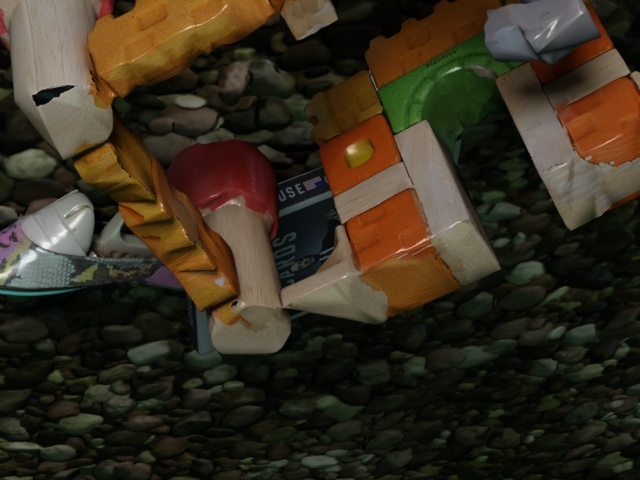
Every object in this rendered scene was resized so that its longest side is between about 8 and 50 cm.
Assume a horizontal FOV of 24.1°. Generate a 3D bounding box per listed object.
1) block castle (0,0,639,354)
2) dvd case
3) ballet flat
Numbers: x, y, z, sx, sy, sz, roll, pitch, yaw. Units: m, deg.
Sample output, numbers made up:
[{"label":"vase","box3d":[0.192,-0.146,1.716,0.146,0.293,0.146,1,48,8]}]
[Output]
[{"label":"block castle","box3d":[0.052,-0.152,0.939,0.453,0.212,0.303,-28,133,10]},{"label":"dvd case","box3d":[0.000,0.000,1.247,0.239,0.029,0.179,-22,150,-16]},{"label":"ballet flat","box3d":[-0.173,0.000,1.215,0.222,0.077,0.079,2,126,-30]}]
